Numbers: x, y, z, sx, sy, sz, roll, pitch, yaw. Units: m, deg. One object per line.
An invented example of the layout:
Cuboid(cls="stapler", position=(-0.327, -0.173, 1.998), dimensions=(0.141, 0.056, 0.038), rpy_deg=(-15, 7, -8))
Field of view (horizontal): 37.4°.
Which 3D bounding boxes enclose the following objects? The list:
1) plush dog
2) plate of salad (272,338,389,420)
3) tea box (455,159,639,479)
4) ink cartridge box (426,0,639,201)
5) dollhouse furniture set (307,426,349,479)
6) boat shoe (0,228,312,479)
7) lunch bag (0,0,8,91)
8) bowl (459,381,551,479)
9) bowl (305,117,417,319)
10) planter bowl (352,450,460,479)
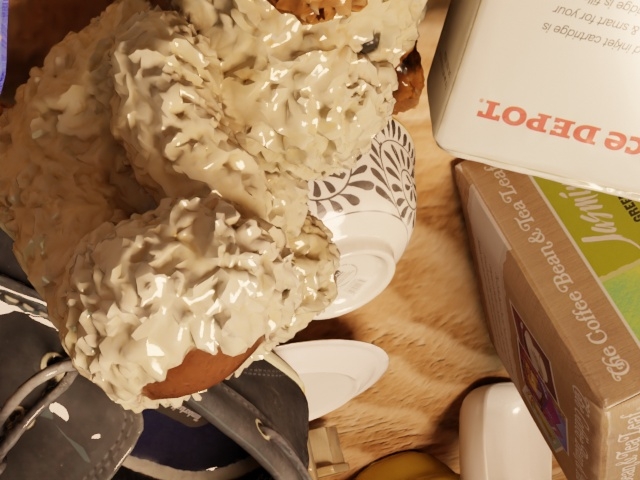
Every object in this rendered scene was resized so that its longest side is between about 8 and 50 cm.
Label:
Cuboid(cls="plush dog", position=(-0.042, -0.071, 0.443), dimensions=(0.225, 0.210, 0.262), rpy_deg=(-44, 175, 4))
Cuboid(cls="plate of salad", position=(-0.041, 0.119, 0.802), dimensions=(0.200, 0.048, 0.200), rpy_deg=(-12, 154, -6))
Cuboid(cls="tea box", position=(0.310, 0.035, 0.754), dimensions=(0.324, 0.220, 0.329), rpy_deg=(-25, 148, -1))
Cuboid(cls="ink cartridge box", position=(0.147, -0.131, 0.423), dimensions=(0.153, 0.087, 0.208), rpy_deg=(14, 119, -4))
Cuboid(cls="dollhouse furniture set", position=(-0.077, 0.249, 0.898), dimensions=(0.182, 0.101, 0.161), rpy_deg=(-18, 165, 15))
Cuboid(cls="boat shoe", position=(-0.175, 0.086, 0.534), dimensions=(0.187, 0.156, 0.500), rpy_deg=(-40, 135, 18))
Cuboid(cls="lunch bag", position=(-0.139, -0.126, 0.257), dimensions=(0.090, 0.176, 0.219), rpy_deg=(-8, 143, -25))
Cuboid(cls="bowl", position=(0.203, 0.232, 1.066), dimensions=(0.053, 0.142, 0.142), rpy_deg=(-9, 164, 41))
Cuboid(cls="bowl", position=(0.000, 0.000, 0.626), dimensions=(0.170, 0.080, 0.170), rpy_deg=(-17, 147, -11))
Cuboid(cls="planter bowl", position=(0.097, 0.317, 1.142), dimensions=(0.217, 0.090, 0.217), rpy_deg=(-18, 148, -12))
